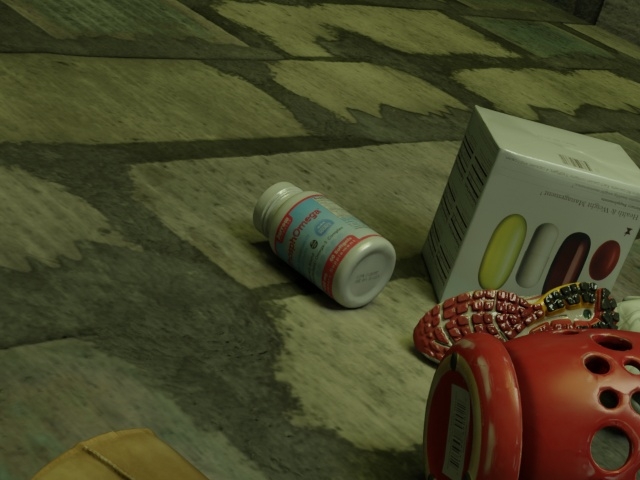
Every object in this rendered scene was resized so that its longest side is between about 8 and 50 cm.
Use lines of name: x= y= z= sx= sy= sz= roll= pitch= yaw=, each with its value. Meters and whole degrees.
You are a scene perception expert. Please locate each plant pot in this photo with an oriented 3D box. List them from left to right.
plant pot: x=0.183 y=0.162 z=0.982 sx=0.174 sy=0.191 sz=0.191 roll=6 pitch=25 yaw=-12

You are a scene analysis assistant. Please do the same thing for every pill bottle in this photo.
pill bottle: x=0.000 y=0.000 z=1.326 sx=0.087 sy=0.087 sz=0.160 roll=-7 pitch=34 yaw=-46

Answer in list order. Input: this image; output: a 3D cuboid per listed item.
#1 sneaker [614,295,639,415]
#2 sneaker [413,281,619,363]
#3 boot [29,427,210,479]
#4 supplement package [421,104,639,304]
sneaker: x=0.356 y=0.123 z=1.325 sx=0.118 sy=0.110 sz=0.292 roll=16 pitch=16 yaw=23
sneaker: x=0.203 y=0.100 z=1.284 sx=0.225 sy=0.088 sz=0.093 roll=-3 pitch=-15 yaw=-19
boot: x=-0.094 y=0.231 z=0.750 sx=0.269 sy=0.089 sz=0.236 roll=32 pitch=16 yaw=28
supplement package: x=0.248 y=-0.020 z=1.414 sx=0.194 sy=0.203 sz=0.149 roll=14 pitch=24 yaw=-10
